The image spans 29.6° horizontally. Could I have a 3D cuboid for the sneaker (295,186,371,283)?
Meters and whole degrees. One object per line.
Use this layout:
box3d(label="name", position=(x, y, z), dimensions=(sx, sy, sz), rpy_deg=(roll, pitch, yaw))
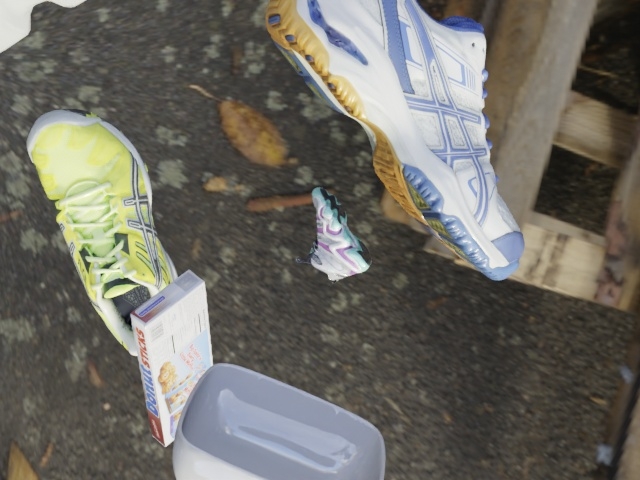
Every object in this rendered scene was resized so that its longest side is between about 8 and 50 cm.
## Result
box3d(label="sneaker", position=(0.000, 0.000, 1.231), dimensions=(0.069, 0.038, 0.098), rpy_deg=(-28, 95, 23))

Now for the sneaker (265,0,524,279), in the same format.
box3d(label="sneaker", position=(0.092, -0.099, 0.913), dimensions=(0.131, 0.112, 0.296), rpy_deg=(-42, 117, -7))

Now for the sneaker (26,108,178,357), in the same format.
box3d(label="sneaker", position=(-0.285, -0.008, 1.679), dimensions=(0.145, 0.147, 0.384), rpy_deg=(-22, 120, 3))

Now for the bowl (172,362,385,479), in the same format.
box3d(label="bowl", position=(-0.030, 0.150, 0.821), dimensions=(0.142, 0.142, 0.053), rpy_deg=(22, 109, 0))

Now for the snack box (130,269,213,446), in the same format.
box3d(label="snack box", position=(-0.121, 0.103, 1.016), dimensions=(0.064, 0.022, 0.178), rpy_deg=(-39, 150, -29))

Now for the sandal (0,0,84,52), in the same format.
box3d(label="sandal", position=(-0.209, -0.060, 0.303), dimensions=(0.416, 0.169, 0.102), rpy_deg=(-27, 78, -15))
